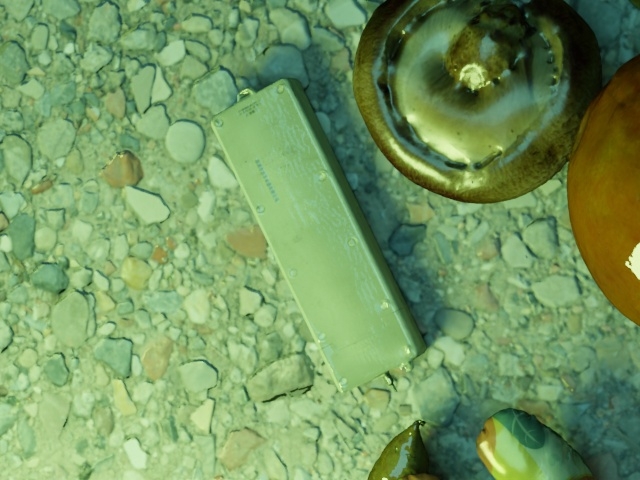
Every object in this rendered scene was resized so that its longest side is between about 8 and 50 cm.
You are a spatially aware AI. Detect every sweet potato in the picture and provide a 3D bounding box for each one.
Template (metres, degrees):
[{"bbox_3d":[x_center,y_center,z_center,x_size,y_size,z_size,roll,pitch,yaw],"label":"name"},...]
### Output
[{"bbox_3d":[0.076,0.308,1.780,0.075,0.075,0.269,10,108,18],"label":"sweet potato"}]

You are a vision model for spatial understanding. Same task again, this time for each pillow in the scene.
[{"bbox_3d":[0.181,0.300,1.712,0.233,0.086,0.214,-33,98,11],"label":"pillow"}]

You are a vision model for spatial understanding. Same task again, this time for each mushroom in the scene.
[{"bbox_3d":[0.159,-0.158,1.668,0.253,0.153,0.253,1,92,18],"label":"mushroom"}]

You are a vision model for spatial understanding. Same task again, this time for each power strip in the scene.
[{"bbox_3d":[0.000,0.000,1.793,0.106,0.043,0.367,-27,85,19],"label":"power strip"}]

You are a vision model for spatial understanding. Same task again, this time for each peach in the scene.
[{"bbox_3d":[0.386,-0.059,1.512,0.343,0.343,0.301,-39,98,17],"label":"peach"}]

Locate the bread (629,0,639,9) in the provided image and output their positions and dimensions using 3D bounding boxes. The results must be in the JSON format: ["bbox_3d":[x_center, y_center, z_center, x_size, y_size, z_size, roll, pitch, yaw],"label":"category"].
[{"bbox_3d":[0.344,-0.268,1.642,0.110,0.024,0.110,22,131,27],"label":"bread"}]
